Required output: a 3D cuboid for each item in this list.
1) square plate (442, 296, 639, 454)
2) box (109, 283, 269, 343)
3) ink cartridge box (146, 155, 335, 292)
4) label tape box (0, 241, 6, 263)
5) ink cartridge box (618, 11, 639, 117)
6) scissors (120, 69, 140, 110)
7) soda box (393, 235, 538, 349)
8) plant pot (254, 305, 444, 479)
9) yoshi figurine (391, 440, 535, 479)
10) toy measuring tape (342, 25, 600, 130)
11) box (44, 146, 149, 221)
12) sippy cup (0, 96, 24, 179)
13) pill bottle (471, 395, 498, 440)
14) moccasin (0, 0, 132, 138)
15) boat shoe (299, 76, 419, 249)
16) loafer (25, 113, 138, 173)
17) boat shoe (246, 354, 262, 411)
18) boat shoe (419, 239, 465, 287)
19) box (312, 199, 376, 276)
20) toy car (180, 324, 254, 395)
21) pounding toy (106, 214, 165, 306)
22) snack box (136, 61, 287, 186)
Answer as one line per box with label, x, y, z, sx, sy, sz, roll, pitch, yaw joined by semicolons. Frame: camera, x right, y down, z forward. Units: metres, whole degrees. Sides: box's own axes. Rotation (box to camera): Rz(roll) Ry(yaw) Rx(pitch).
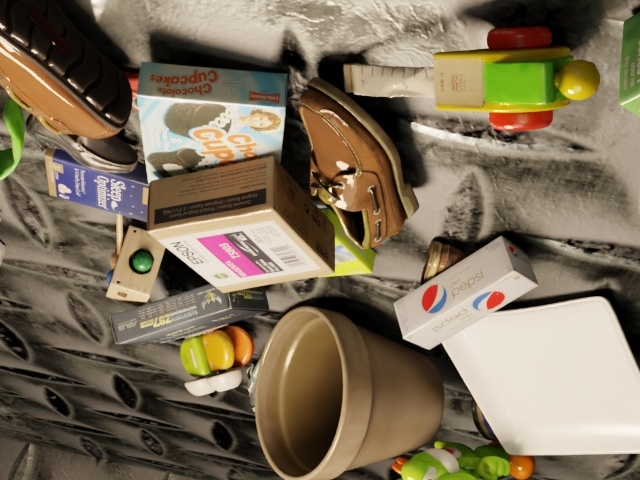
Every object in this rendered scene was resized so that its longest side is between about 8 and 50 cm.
square plate;0.412;0.240;1.786;0.344;0.049;0.347;-11;119;41
box;-0.232;0.131;1.829;0.233;0.059;0.183;-18;169;15
ink cartridge box;-0.107;-0.016;1.454;0.193;0.088;0.234;-11;153;20
label tape box;-0.779;-0.032;1.851;0.249;0.115;0.347;3;154;19
ink cartridge box;0.460;-0.185;0.967;0.201;0.117;0.278;26;151;-23
scissors;-0.306;-0.218;1.365;0.297;0.021;0.109;13;156;-3
soda box;0.222;0.083;1.568;0.216;0.069;0.074;-34;140;27
plant pot;0.073;0.299;1.937;0.280;0.323;0.323;10;158;-30
yoshi figurine;0.286;0.482;1.945;0.203;0.203;0.362;-14;165;36
toy measuring tape;0.174;-0.184;1.145;0.330;0.121;0.121;10;159;46
box;-0.322;-0.086;1.620;0.225;0.036;0.136;14;154;-4
sippy cup;-0.589;-0.164;1.403;0.240;0.305;0.224;47;152;25
pill bottle;0.416;0.326;1.987;0.219;0.122;0.123;-15;142;43
moccasin;-0.382;-0.254;1.215;0.147;0.139;0.380;-8;152;24
boat shoe;0.041;-0.085;1.332;0.111;0.104;0.307;36;170;39
loafer;-0.341;-0.149;1.477;0.170;0.062;0.061;22;148;-19
boat shoe;-0.108;0.303;2.253;0.099;0.116;0.319;57;160;8
boat shoe;0.193;0.064;1.639;0.060;0.064;0.178;10;150;3
box;0.000;0.000;1.630;0.109;0.042;0.178;-6;149;33
toy car;-0.210;0.227;2.092;0.136;0.159;0.182;-13;176;-43
pounding toy;-0.329;0.030;1.764;0.100;0.130;0.141;18;162;-10
snack box;-0.147;-0.125;1.403;0.187;0.060;0.322;4;154;-3
